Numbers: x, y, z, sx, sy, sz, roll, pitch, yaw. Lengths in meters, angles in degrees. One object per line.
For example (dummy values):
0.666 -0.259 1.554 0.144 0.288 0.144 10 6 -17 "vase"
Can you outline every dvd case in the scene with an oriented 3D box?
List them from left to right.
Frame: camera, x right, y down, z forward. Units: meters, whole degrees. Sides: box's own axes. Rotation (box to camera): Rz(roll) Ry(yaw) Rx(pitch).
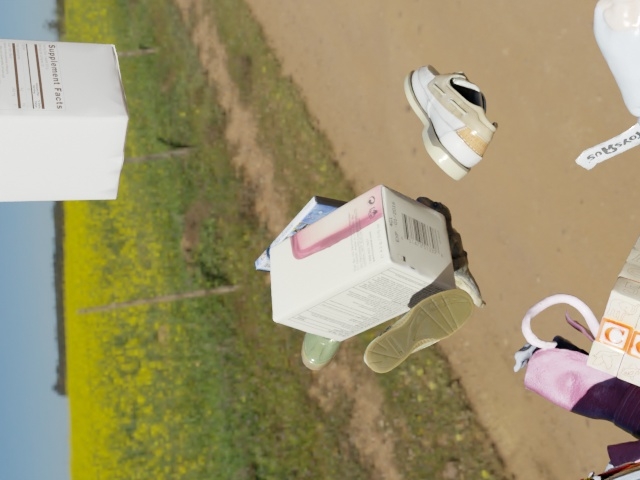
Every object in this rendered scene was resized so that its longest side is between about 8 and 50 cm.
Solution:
0.000 0.000 1.767 0.253 0.180 0.022 -46 46 41 "dvd case"

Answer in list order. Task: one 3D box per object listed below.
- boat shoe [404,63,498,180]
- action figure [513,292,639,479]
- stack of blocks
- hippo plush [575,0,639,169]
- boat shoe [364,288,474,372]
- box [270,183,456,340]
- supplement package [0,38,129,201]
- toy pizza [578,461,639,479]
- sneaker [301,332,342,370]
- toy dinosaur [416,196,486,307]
0.216 -0.213 1.387 0.103 0.113 0.302 -43 31 22 "boat shoe"
0.515 0.248 1.370 0.370 0.248 0.276 35 147 38 "action figure"
0.475 0.084 1.239 0.087 0.297 0.171 20 126 23 "stack of blocks"
0.330 -0.116 0.728 0.294 0.234 0.236 -45 7 31 "hippo plush"
0.120 0.110 1.065 0.056 0.153 0.048 54 175 0 "boat shoe"
0.057 0.039 1.246 0.232 0.148 0.127 -29 54 37 "box"
-0.448 -0.177 1.269 0.178 0.292 0.175 114 146 -45 "supplement package"
0.376 0.331 1.148 0.201 0.201 0.032 111 144 -55 "toy pizza"
0.027 0.118 1.429 0.192 0.064 0.086 -57 -11 -28 "sneaker"
0.207 0.055 1.410 0.064 0.118 0.268 16 145 47 "toy dinosaur"
